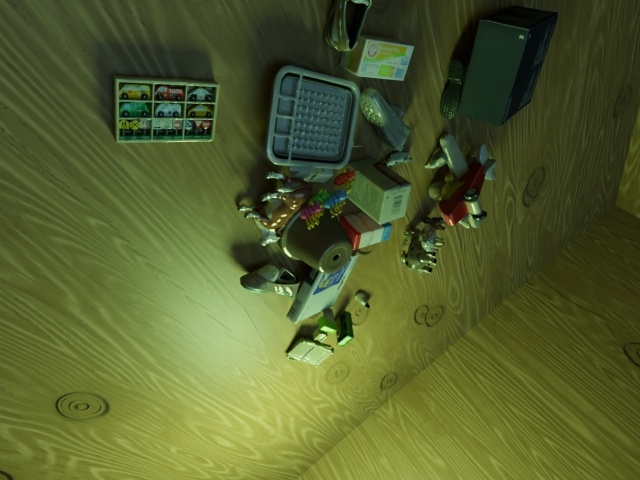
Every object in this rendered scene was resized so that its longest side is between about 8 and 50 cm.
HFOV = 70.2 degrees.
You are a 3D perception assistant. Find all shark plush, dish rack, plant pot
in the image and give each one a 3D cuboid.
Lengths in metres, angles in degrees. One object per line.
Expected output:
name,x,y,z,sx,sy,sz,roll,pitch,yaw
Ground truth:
shark plush,0.295,-0.308,1.812,0.161,0.073,0.067,-37,169,-15
dish rack,-0.032,-0.376,1.431,0.333,0.072,0.285,-2,107,-38
plant pot,0.000,0.000,1.694,0.263,0.229,0.263,-23,135,-25

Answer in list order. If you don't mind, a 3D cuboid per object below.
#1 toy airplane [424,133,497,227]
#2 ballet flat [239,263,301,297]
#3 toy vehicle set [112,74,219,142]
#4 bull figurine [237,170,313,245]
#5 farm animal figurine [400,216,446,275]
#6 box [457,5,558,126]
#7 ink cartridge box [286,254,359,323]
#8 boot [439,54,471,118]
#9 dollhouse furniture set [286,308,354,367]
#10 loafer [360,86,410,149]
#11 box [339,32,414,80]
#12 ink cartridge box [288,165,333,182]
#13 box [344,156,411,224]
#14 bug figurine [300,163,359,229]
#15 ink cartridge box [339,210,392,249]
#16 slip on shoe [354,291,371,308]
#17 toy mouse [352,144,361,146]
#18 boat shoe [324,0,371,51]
toy airplane,0.611,-0.248,2.000,0.384,0.272,0.386,0,87,-51
ballet flat,-0.185,0.147,1.772,0.106,0.107,0.316,-57,148,9
toy vehicle set,-0.409,-0.346,1.214,0.267,0.035,0.166,-10,129,-33
bull figurine,-0.157,-0.105,1.534,0.188,0.101,0.310,13,134,-38
farm animal figurine,0.458,0.039,2.135,0.327,0.172,0.330,-61,166,-56
box,0.690,-0.650,1.685,0.312,0.179,0.343,-37,143,-39
ink cartridge box,0.015,0.190,1.965,0.307,0.072,0.303,-15,135,-60
boot,0.559,-0.600,1.764,0.161,0.083,0.246,-25,138,-30
dollhouse furniture set,-0.011,0.458,2.196,0.197,0.151,0.301,27,124,-27
loafer,0.233,-0.444,1.610,0.111,0.112,0.319,-51,147,1
box,0.177,-0.583,1.441,0.203,0.103,0.114,-10,129,-34
ink cartridge box,-0.052,-0.258,1.520,0.181,0.104,0.061,0,160,-39
box,0.208,-0.190,1.698,0.127,0.232,0.149,-18,133,-27
bug figurine,0.029,-0.149,1.517,0.216,0.279,0.072,-34,106,26
ink cartridge box,0.159,-0.044,1.856,0.231,0.134,0.078,-16,133,-30
slip on shoe,0.213,0.301,2.262,0.051,0.041,0.135,-41,139,-4
toy mouse,0.055,-0.310,1.627,0.161,0.031,0.143,17,111,-45
boat shoe,0.100,-0.692,1.286,0.113,0.103,0.302,-11,130,-33
